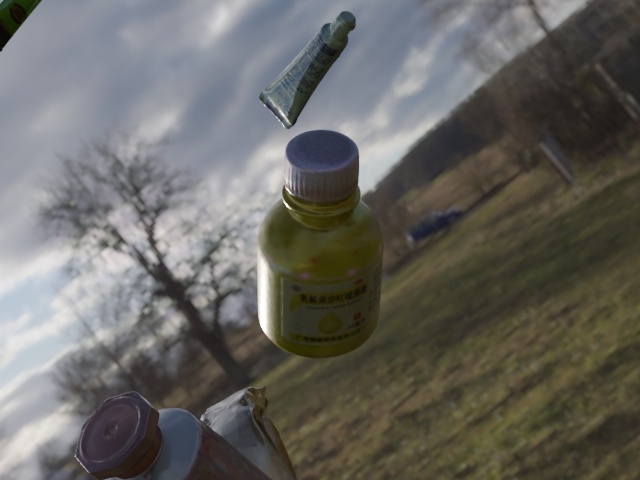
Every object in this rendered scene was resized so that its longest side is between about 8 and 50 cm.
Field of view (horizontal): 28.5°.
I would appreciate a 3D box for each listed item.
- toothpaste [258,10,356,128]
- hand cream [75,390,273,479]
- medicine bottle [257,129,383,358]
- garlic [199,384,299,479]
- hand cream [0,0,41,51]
[{"bbox_3d":[-0.015,-0.213,1.559,0.037,0.062,0.216,-33,-9,-39],"label":"toothpaste"},{"bbox_3d":[-0.014,0.124,0.482,0.067,0.209,0.043,-26,41,18],"label":"hand cream"},{"bbox_3d":[0.000,0.000,1.197,0.122,0.122,0.212,-38,-36,-37],"label":"medicine bottle"},{"bbox_3d":[-0.086,0.250,1.272,0.143,0.178,0.229,-22,-6,-8],"label":"garlic"},{"bbox_3d":[-0.245,-0.217,1.078,0.122,0.023,0.036,-53,-32,-17],"label":"hand cream"}]
